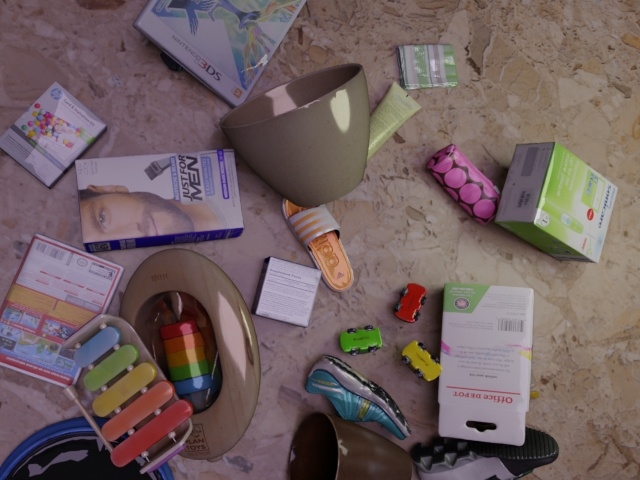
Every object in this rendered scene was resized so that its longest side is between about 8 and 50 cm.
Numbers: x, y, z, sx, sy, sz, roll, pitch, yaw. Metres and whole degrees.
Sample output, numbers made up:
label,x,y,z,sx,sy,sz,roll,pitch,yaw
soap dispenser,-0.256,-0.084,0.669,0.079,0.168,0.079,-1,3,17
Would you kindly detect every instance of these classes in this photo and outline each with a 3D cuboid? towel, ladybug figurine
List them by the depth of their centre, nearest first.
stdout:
label,x,y,z,sx,sy,sz,roll,pitch,yaw
ladybug figurine,-0.261,0.237,1.529,0.305,0.162,0.449,-9,89,17
towel,0.269,-0.437,1.814,0.152,0.023,0.113,-6,88,-15

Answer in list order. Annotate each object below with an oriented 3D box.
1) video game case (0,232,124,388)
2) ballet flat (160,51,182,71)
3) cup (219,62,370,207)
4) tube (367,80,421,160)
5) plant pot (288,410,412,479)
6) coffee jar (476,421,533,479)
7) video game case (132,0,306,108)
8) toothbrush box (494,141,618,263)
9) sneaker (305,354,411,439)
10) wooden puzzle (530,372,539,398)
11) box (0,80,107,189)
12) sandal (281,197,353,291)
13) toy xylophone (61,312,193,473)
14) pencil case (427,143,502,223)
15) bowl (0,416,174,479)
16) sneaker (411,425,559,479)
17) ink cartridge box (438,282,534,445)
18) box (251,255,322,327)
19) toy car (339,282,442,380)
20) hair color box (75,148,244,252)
label,x,y,z,sx,sy,sz,roll,pitch,yaw
video game case,-0.571,0.152,1.556,0.204,0.025,0.285,23,80,-11
ballet flat,-0.301,-0.483,1.654,0.074,0.074,0.203,31,81,-10
cup,-0.025,-0.214,1.597,0.331,0.331,0.237,-28,113,-14
tube,0.143,-0.272,1.756,0.240,0.062,0.070,-51,139,-16
plant pot,0.080,0.503,1.614,0.230,0.215,0.215,15,82,-27
coffee jar,0.441,0.479,1.753,0.096,0.079,0.184,-20,90,-15
video game case,-0.214,-0.518,1.635,0.300,0.036,0.329,37,77,-33
toothbrush box,0.576,-0.088,1.763,0.283,0.122,0.206,26,78,-36
sneaker,0.089,0.375,1.679,0.275,0.107,0.110,36,96,-3
wooden puzzle,0.501,0.345,1.814,0.078,0.014,0.116,-15,89,-19
box,-0.581,-0.228,1.578,0.145,0.038,0.186,42,76,-8
sandal,0.009,-0.005,1.686,0.102,0.076,0.265,-31,93,-15
toy xylophone,-0.395,0.315,1.442,0.236,0.081,0.323,-45,79,12
pencil case,0.361,-0.143,1.774,0.209,0.098,0.095,42,59,-8
bowl,-0.496,0.570,1.514,0.391,0.077,0.391,1,85,-14
sneaker,0.389,0.523,1.677,0.330,0.122,0.146,-13,108,21
ink cartridge box,0.387,0.283,1.697,0.207,0.119,0.353,3,84,17
box,-0.078,0.117,1.657,0.126,0.072,0.137,16,82,-12
toy car,0.156,0.228,1.703,0.225,0.053,0.239,-8,66,-3
hair color box,-0.347,-0.088,1.581,0.338,0.110,0.185,-7,80,-13
